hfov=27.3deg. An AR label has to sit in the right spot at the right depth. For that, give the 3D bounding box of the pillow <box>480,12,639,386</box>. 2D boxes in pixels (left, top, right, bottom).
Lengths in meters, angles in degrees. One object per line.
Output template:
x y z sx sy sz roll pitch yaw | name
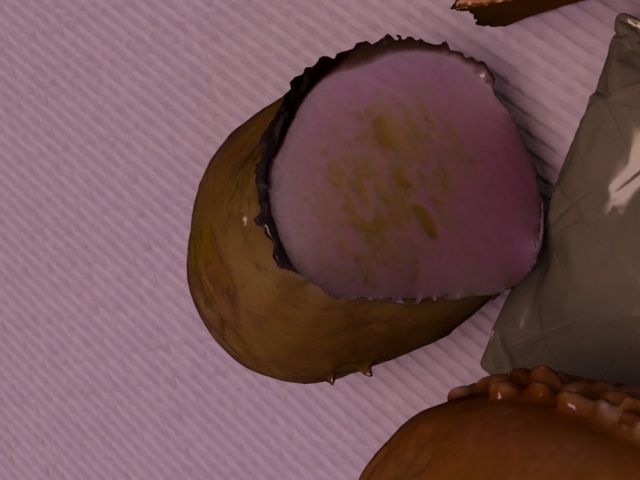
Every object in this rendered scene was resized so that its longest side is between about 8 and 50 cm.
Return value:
0.264 0.026 0.859 0.281 0.076 0.274 28 108 28 | pillow

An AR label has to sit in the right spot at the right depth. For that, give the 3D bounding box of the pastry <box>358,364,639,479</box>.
0.193 0.245 0.790 0.410 0.245 0.409 32 156 17 | pastry

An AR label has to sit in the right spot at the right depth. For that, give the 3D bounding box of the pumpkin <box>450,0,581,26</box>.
0.193 -0.220 0.856 0.248 0.131 0.126 -11 97 30 | pumpkin

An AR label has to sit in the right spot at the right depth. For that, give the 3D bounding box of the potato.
0.000 0.000 0.978 0.266 0.229 0.229 -35 73 57 | potato
